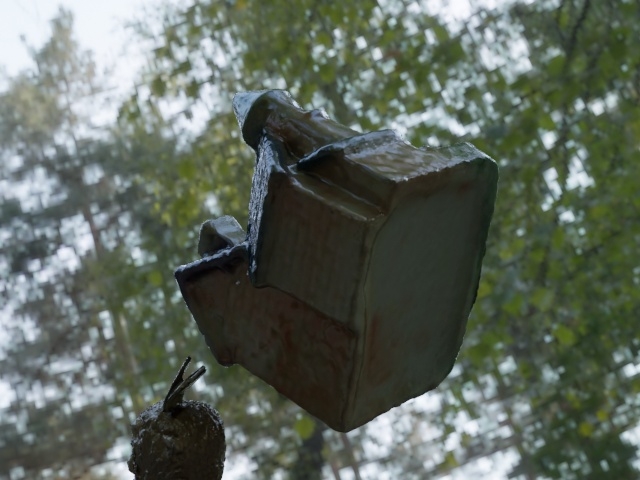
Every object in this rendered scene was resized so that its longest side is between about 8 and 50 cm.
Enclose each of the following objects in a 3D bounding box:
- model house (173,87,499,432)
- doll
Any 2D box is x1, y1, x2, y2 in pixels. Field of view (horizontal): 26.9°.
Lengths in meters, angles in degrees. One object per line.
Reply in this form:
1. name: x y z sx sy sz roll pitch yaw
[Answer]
1. model house: 0.000 0.000 1.451 0.245 0.280 0.312 -21 -51 -44
2. doll: -0.156 0.228 1.419 0.115 0.221 0.105 -6 13 -44
